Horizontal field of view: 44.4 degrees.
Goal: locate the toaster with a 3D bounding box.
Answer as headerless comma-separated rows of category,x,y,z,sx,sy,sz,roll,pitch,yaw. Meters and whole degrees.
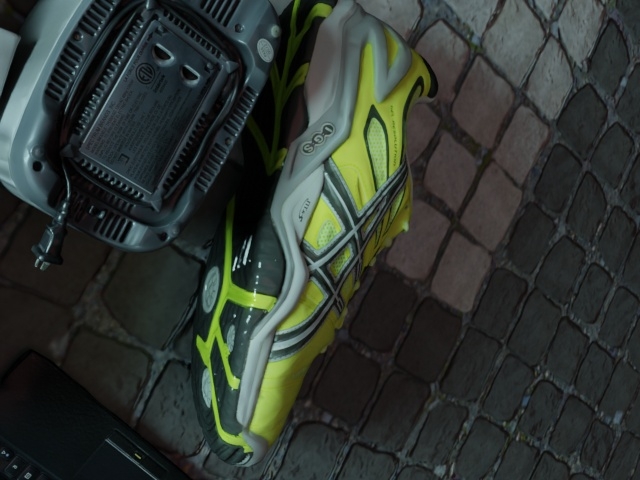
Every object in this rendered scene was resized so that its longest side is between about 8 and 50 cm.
toaster,-0.137,-0.089,0.513,0.129,0.146,0.226,32,79,-37

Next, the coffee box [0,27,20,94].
coffee box,-0.284,-0.024,0.443,0.141,0.098,0.246,16,90,-40

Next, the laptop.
laptop,-0.197,0.260,0.552,0.264,0.137,0.234,-50,126,-19

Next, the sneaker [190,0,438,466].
sneaker,0.000,0.000,0.630,0.147,0.145,0.384,15,92,-25
